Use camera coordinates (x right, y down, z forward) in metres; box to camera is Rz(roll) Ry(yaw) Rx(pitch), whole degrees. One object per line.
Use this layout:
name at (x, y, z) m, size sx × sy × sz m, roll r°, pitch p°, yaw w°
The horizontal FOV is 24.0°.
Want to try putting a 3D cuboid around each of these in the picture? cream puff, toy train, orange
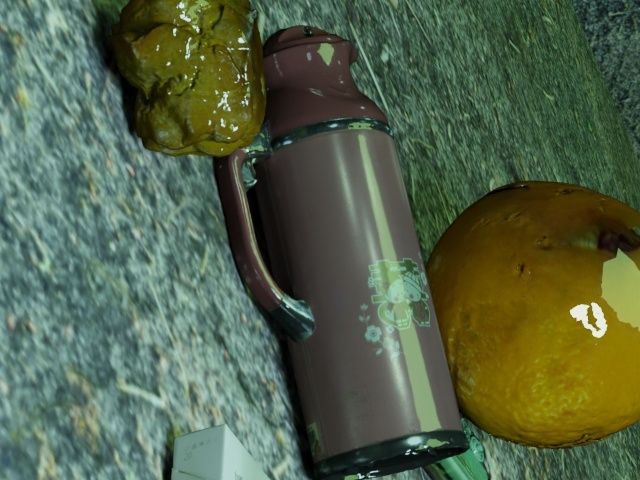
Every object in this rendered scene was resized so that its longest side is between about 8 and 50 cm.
cream puff at (-0.083, -0.107, 0.940) m, size 0.122 × 0.094 × 0.116 m, roll 86°, pitch 2°, yaw -60°
toy train at (0.108, 0.176, 1.293) m, size 0.148 × 0.038 × 0.071 m, roll 54°, pitch 29°, yaw -44°
orange at (0.210, 0.065, 1.361) m, size 0.246 × 0.246 × 0.246 m, roll -18°, pitch 90°, yaw -71°

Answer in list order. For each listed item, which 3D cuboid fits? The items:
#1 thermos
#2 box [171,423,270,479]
thermos at (0.002, 0.002, 1.073) m, size 0.109 × 0.136 × 0.330 m, roll 107°, pitch -28°, yaw -73°
box at (-0.053, 0.188, 0.822) m, size 0.084 × 0.040 × 0.154 m, roll 54°, pitch 27°, yaw -40°
